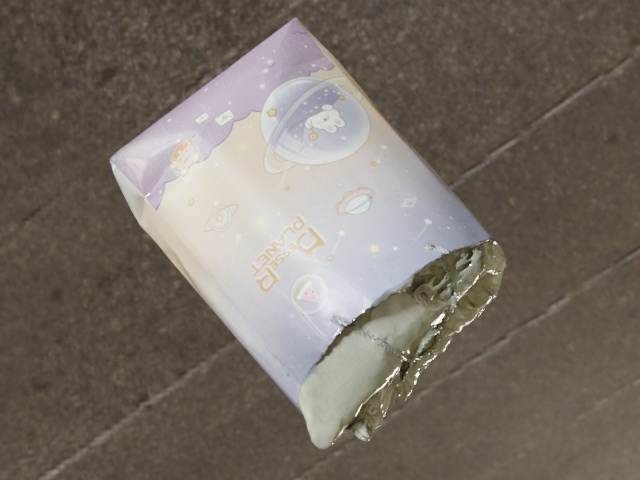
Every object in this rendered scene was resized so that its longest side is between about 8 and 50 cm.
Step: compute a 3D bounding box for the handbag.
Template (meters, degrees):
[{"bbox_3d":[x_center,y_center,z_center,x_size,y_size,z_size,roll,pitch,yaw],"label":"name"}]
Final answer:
[{"bbox_3d":[0.000,0.000,0.483,0.117,0.173,0.095,-38,154,-5],"label":"handbag"}]
